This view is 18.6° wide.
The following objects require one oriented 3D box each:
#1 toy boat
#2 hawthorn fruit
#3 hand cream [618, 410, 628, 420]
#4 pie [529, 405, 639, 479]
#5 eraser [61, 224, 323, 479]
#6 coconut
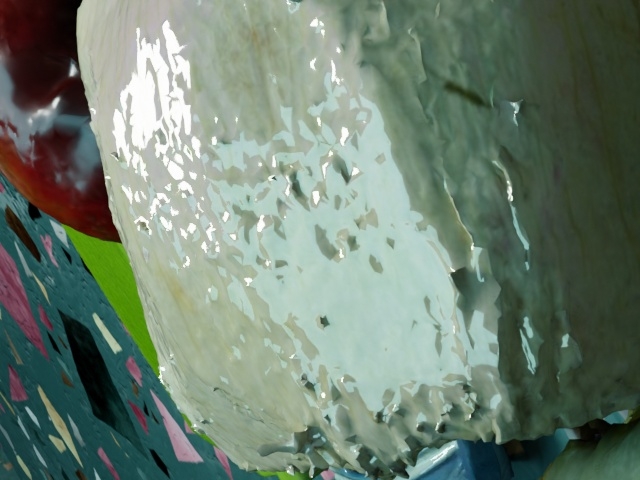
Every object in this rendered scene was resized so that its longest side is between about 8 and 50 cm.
[{"bbox_3d":[0.060,0.124,1.289,0.102,0.088,0.215,65,162,-3],"label":"toy boat"},{"bbox_3d":[-0.100,-0.106,1.202,0.266,0.210,0.230,31,-138,-76],"label":"hawthorn fruit"},{"bbox_3d":[0.130,0.023,1.024,0.255,0.048,0.079,51,160,26],"label":"hand cream"},{"bbox_3d":[0.273,0.200,0.757,0.418,0.180,0.395,2,126,53],"label":"pie"},{"bbox_3d":[-0.097,0.046,1.536,0.210,0.092,0.274,20,142,61],"label":"eraser"},{"bbox_3d":[0.052,-0.054,0.757,0.297,0.297,0.254,171,85,-70],"label":"coconut"}]
